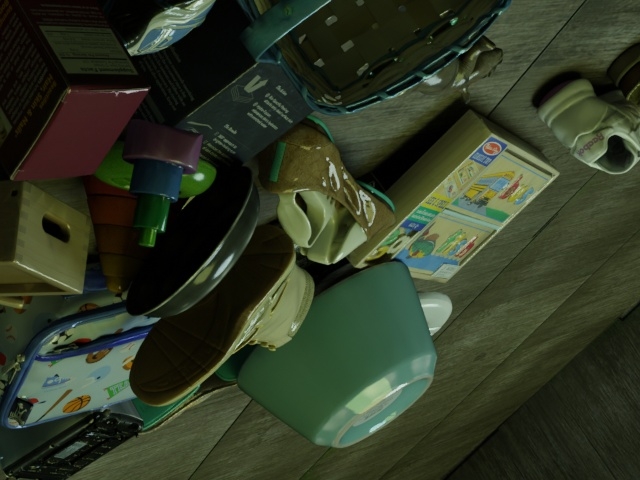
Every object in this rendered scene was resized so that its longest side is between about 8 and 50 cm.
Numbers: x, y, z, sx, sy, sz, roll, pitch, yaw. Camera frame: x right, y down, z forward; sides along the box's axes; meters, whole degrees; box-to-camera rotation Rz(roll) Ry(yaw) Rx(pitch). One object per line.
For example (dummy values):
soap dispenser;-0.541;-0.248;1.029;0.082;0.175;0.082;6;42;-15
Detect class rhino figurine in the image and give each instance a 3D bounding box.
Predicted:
rhino figurine;0.150;-0.216;1.514;0.106;0.073;0.243;-47;157;23

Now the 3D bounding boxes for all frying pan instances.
frying pan;-0.171;0.030;1.365;0.326;0.053;0.197;-31;-153;42

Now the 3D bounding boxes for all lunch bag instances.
lunch bag;-0.281;0.117;1.586;0.303;0.115;0.243;-14;150;-42

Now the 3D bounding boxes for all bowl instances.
bowl;0.049;0.189;1.859;0.312;0.163;0.311;-33;161;-12

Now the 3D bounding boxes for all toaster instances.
toaster;-0.352;0.253;1.774;0.186;0.110;0.168;-33;160;8

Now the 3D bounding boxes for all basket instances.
basket;0.052;-0.236;1.115;0.255;0.201;0.289;-34;178;6

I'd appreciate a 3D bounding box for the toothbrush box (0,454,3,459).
toothbrush box;-0.578;0.313;1.576;0.295;0.126;0.216;-43;156;28

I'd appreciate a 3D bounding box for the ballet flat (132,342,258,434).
ballet flat;-0.174;0.189;1.938;0.316;0.107;0.106;-27;179;0

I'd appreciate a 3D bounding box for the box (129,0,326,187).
box;-0.102;-0.150;1.273;0.158;0.093;0.156;-35;159;10

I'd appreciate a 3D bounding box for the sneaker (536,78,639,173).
sneaker;0.438;-0.157;1.938;0.114;0.152;0.305;-42;158;28

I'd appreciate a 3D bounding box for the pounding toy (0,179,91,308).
pounding toy;-0.341;0.004;1.273;0.206;0.094;0.181;-2;164;20

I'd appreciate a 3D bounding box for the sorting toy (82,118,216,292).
sorting toy;-0.177;-0.019;1.222;0.127;0.126;0.365;11;171;-12

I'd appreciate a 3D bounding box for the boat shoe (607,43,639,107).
boat shoe;0.584;-0.261;1.978;0.307;0.104;0.110;-20;156;-30

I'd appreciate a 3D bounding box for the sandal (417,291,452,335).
sandal;0.043;0.156;2.158;0.169;0.102;0.416;13;145;-42

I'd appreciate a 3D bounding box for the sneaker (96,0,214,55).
sneaker;-0.172;-0.186;1.104;0.211;0.080;0.081;-27;161;-27

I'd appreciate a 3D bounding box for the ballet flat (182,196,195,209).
ballet flat;-0.133;-0.014;1.545;0.086;0.086;0.248;-36;158;9

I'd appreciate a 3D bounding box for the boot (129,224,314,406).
boot;-0.114;0.113;1.575;0.262;0.095;0.203;-51;162;-7

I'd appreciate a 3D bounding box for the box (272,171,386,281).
box;0.000;0.000;1.813;0.191;0.045;0.184;-28;161;-16

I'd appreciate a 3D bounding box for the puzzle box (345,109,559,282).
puzzle box;0.206;-0.054;1.907;0.272;0.052;0.409;-46;160;14

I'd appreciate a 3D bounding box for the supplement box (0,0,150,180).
supplement box;-0.224;-0.150;0.967;0.081;0.188;0.104;-9;148;-48

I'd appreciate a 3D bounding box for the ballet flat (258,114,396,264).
ballet flat;0.003;-0.043;1.575;0.342;0.116;0.124;47;58;-65
